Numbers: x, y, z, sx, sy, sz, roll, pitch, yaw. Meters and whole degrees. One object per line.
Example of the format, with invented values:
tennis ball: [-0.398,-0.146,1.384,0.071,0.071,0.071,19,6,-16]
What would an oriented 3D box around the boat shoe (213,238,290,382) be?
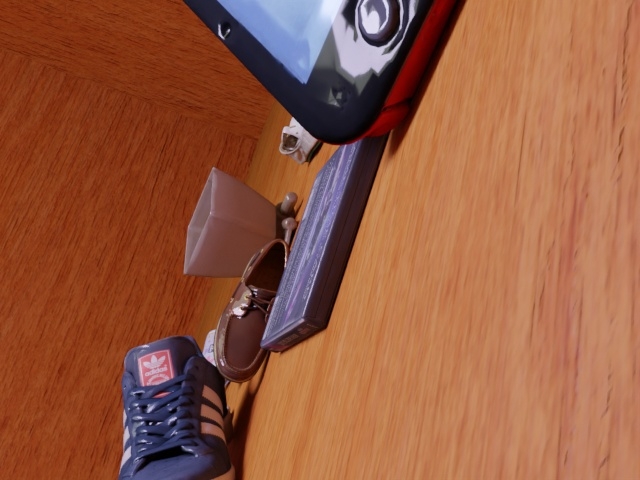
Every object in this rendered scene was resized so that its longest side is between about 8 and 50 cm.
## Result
boat shoe: [-0.074,0.073,1.364,0.060,0.064,0.178,116,174,-57]

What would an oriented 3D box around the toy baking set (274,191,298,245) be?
toy baking set: [-0.082,0.053,1.647,0.256,0.030,0.196,122,166,-62]

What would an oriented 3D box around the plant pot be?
plant pot: [-0.115,-0.013,1.599,0.109,0.096,0.109,-92,24,-54]

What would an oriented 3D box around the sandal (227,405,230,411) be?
sandal: [-0.206,0.308,1.514,0.265,0.076,0.102,-55,4,-2]

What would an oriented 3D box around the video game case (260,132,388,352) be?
video game case: [0.000,0.000,1.136,0.274,0.026,0.196,139,150,-76]

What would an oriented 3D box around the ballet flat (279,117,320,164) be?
ballet flat: [-0.024,-0.144,1.654,0.168,0.052,0.057,127,162,-69]

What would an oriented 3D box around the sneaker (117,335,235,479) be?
sneaker: [-0.163,0.186,1.286,0.350,0.131,0.148,-125,22,-82]

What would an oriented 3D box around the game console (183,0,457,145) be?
game console: [-0.011,-0.302,0.978,0.386,0.060,0.342,48,131,33]

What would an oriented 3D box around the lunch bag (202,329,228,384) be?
lunch bag: [-0.146,0.168,1.755,0.083,0.053,0.071,132,156,-56]
